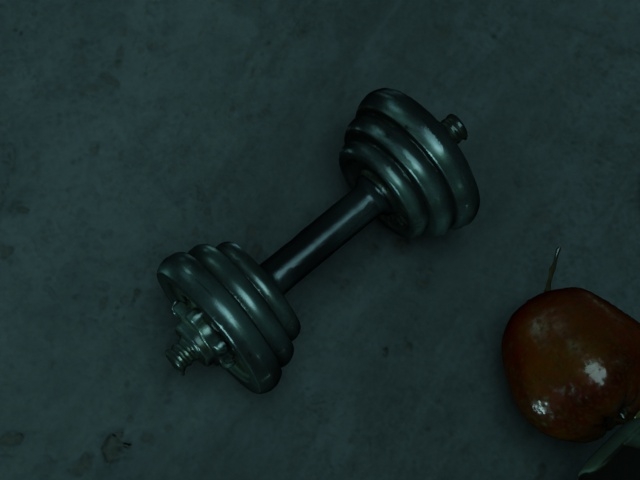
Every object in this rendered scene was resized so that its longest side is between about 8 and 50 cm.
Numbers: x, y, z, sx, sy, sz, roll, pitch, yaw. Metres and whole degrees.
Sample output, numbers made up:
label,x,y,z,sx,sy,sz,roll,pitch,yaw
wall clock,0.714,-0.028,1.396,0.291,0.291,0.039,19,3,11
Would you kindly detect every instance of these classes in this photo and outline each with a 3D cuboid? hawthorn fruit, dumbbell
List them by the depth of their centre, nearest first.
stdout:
label,x,y,z,sx,sy,sz,roll,pitch,yaw
dumbbell,0.000,0.000,1.658,0.406,0.179,0.179,-40,82,-15
hawthorn fruit,0.260,0.111,1.678,0.162,0.163,0.203,-27,63,-12

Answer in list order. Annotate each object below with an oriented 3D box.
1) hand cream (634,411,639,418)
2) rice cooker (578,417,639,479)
label,x,y,z,sx,sy,sz,roll,pitch,yaw
hand cream,0.424,0.173,1.729,0.174,0.047,0.076,-32,82,-4
rice cooker,0.352,0.360,1.523,0.325,0.335,0.335,-42,83,-15
